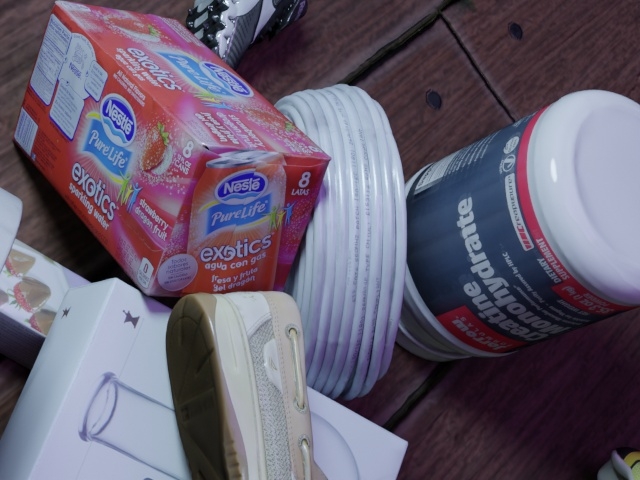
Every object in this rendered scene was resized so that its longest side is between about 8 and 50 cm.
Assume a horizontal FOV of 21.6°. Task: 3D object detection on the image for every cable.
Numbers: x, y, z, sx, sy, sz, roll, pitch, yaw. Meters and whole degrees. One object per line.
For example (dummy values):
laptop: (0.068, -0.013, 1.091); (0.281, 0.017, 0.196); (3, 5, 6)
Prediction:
cable: (0.000, 0.000, 1.354); (0.089, 0.257, 0.257); (1, 50, -13)

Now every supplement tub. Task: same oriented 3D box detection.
supplement tub: (0.181, -0.004, 1.492); (0.191, 0.272, 0.191); (16, 63, -34)

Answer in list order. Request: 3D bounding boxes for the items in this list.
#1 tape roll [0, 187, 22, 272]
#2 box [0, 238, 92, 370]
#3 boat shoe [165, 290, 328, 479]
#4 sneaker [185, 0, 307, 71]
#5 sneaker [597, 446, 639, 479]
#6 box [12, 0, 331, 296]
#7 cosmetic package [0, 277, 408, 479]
tape roll: (-0.321, 0.036, 1.044); (0.169, 0.246, 0.246); (32, 55, -16)
box: (-0.207, 0.063, 1.292); (0.324, 0.067, 0.063); (33, 55, -24)
boat shoe: (-0.034, 0.183, 1.168); (0.098, 0.109, 0.302); (-3, 78, -32)
sneaker: (-0.059, -0.213, 1.512); (0.106, 0.078, 0.234); (28, 55, -25)
sneaker: (0.251, 0.353, 1.525); (0.147, 0.145, 0.384); (31, 52, 12)
box: (-0.120, -0.071, 1.284); (0.123, 0.128, 0.257); (3, 28, -38)
cosmetic package: (-0.123, 0.259, 1.217); (0.284, 0.097, 0.377); (30, 67, -24)
